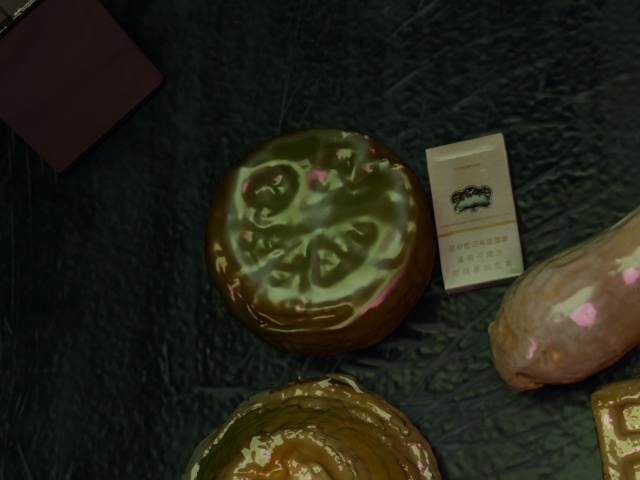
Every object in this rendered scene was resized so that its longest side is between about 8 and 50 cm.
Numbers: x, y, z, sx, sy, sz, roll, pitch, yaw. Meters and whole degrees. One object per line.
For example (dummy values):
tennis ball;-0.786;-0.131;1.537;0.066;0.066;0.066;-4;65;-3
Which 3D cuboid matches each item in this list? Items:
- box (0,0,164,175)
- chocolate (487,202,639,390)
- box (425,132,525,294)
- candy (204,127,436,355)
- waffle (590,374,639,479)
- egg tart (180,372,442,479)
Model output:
box;-0.333;-0.230;1.801;0.188;0.252;0.153;-42;60;1
chocolate;0.305;0.043;1.569;0.309;0.134;0.134;-34;66;3
box;0.169;-0.030;1.690;0.090;0.024;0.167;-11;70;15
candy;0.000;0.000;1.689;0.260;0.118;0.260;-5;72;14
waffle;0.362;0.256;1.518;0.168;0.057;0.274;-11;71;16
egg tart;-0.023;0.283;1.606;0.315;0.120;0.315;-5;72;16
